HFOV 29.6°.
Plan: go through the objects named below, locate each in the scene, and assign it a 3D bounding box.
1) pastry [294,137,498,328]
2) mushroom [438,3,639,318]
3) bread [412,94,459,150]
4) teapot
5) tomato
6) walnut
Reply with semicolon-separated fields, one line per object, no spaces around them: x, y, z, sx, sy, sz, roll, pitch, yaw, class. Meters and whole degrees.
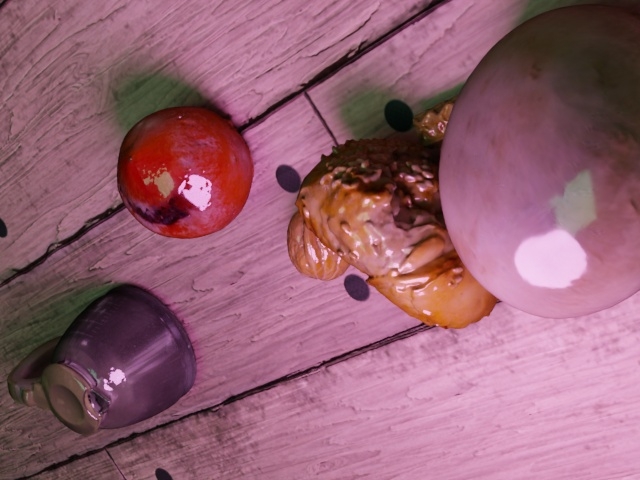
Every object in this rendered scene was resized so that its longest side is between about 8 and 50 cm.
0.124;-0.028;1.602;0.311;0.255;0.162;40;118;13;pastry
0.309;-0.084;1.401;0.362;0.294;0.362;-29;55;54;mushroom
0.183;-0.158;1.600;0.110;0.060;0.066;-21;115;41;bread
-0.412;0.215;2.182;0.321;0.239;0.239;28;129;24;teapot
-0.212;-0.102;1.860;0.208;0.184;0.208;21;127;30;tomato
0.000;0.000;1.819;0.105;0.105;0.124;3;103;38;walnut
